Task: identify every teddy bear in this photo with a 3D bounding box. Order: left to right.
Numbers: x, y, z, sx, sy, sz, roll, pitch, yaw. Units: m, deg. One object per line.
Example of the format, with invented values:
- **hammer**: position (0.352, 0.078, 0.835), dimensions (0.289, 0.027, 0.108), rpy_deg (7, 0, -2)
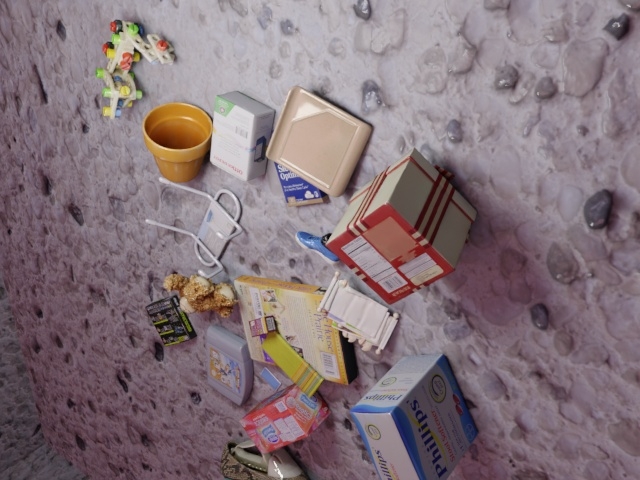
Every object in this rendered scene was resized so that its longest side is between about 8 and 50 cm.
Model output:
- **teddy bear**: position (-0.406, 0.191, 2.051), dimensions (0.338, 0.245, 0.113), rpy_deg (-2, 67, 47)

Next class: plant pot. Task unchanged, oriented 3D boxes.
- **plant pot**: position (-0.437, -0.286, 1.864), dimensions (0.205, 0.205, 0.188), rpy_deg (40, 146, 17)

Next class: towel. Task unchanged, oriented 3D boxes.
- **towel**: position (-0.090, 0.392, 1.948), dimensions (0.237, 0.021, 0.102), rpy_deg (43, 127, 15)

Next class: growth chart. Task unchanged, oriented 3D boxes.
- **growth chart**: position (0.104, 0.215, 1.730), dimensions (0.237, 0.021, 0.172), rpy_deg (33, 117, 4)

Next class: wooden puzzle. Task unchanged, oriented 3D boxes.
- **wooden puzzle**: position (-0.006, -0.259, 1.590), dimensions (0.238, 0.044, 0.221), rpy_deg (30, 120, 9)

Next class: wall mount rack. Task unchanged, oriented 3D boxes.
- **wall mount rack**: position (-0.413, -0.052, 1.993), dimensions (0.304, 0.130, 0.350), rpy_deg (44, 131, 13)

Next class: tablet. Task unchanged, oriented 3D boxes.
- **tablet**: position (-0.178, 0.495, 2.163), dimensions (0.083, 0.006, 0.054), rpy_deg (44, 132, 14)

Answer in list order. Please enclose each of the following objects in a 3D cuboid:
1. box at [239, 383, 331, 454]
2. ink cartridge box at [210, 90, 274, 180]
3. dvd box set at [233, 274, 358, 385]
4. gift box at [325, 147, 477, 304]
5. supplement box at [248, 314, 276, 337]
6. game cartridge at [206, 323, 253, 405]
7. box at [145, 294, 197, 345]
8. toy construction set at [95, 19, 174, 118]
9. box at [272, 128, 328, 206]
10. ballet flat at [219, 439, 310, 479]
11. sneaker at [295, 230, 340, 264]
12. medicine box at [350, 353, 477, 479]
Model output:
- **box**: position (-0.125, 0.607, 2.083), dimensions (0.154, 0.142, 0.300), rpy_deg (54, 134, 4)
- **ink cartridge box**: position (-0.230, -0.300, 1.745), dimensions (0.154, 0.093, 0.212), rpy_deg (30, 126, 25)
- **dvd box set**: position (-0.085, 0.278, 1.941), dimensions (0.420, 0.062, 0.308), rpy_deg (5, 114, 38)
- **gift box**: position (0.203, -0.022, 1.430), dimensions (0.276, 0.258, 0.255), rpy_deg (46, 134, -16)
- **supplement box**: position (-0.186, 0.275, 1.941), dimensions (0.083, 0.043, 0.055), rpy_deg (-21, 79, 44)
- **game cartridge**: position (-0.338, 0.472, 2.252), dimensions (0.198, 0.062, 0.297), rpy_deg (26, 126, 32)
- **box**: position (-0.591, 0.318, 2.386), dimensions (0.190, 0.045, 0.184), rpy_deg (-20, 100, 42)
- **toy construction set**: position (-0.594, -0.546, 1.876), dimensions (0.327, 0.151, 0.215), rpy_deg (-30, 67, 36)
- **box**: position (-0.067, -0.210, 1.699), dimensions (0.136, 0.036, 0.225), rpy_deg (-5, 107, 40)
- **ballet flat**: position (-0.207, 0.857, 2.285), dimensions (0.482, 0.164, 0.182), rpy_deg (2, 92, 40)
- **sneaker**: position (0.001, 0.000, 1.730), dimensions (0.152, 0.058, 0.085), rpy_deg (35, 136, 15)
- **medicine box**: position (0.255, 0.488, 1.611), dimensions (0.149, 0.289, 0.264), rpy_deg (-17, 100, 43)
